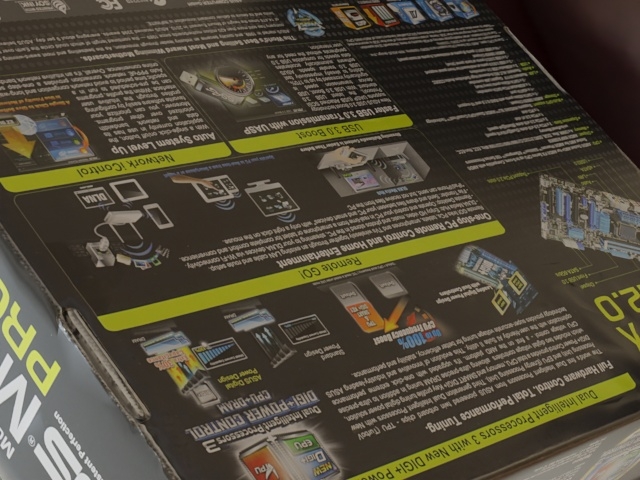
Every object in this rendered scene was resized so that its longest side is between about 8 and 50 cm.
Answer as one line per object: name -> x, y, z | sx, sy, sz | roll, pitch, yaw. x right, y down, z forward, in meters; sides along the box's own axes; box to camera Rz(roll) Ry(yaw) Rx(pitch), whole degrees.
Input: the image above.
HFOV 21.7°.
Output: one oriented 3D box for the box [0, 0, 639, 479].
box -> 0.000, 0.000, 0.530 | 0.216, 0.270, 0.060 | 51, 129, 23
